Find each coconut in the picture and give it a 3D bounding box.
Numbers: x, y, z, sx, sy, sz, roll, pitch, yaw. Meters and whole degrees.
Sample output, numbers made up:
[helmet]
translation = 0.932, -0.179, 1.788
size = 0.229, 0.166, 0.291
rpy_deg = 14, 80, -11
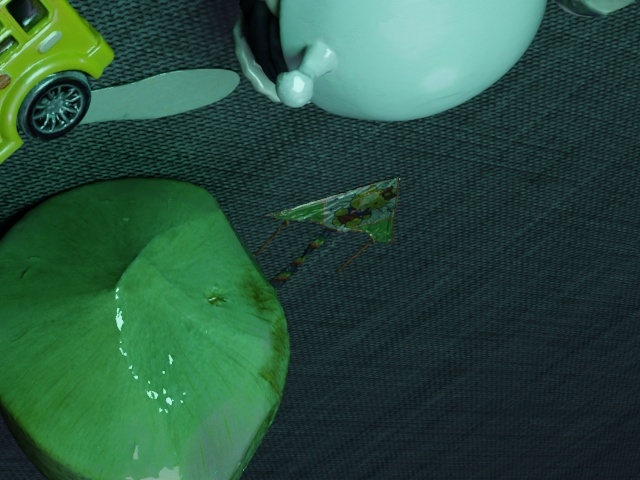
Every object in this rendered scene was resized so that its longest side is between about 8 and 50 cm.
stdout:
[coconut]
translation = -0.168, 0.099, 1.517
size = 0.281, 0.328, 0.328
rpy_deg = 2, 151, -2

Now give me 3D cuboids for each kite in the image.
[kite]
translation = 0.000, 0.000, 1.763
size = 0.198, 0.006, 0.244
rpy_deg = 8, 142, -43

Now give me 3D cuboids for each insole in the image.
[insole]
translation = -0.164, -0.120, 1.430
size = 0.197, 0.004, 0.065
rpy_deg = -11, 152, -16

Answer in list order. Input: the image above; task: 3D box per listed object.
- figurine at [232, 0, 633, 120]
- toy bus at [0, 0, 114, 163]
[figurine]
translation = 0.109, -0.223, 1.202
size = 0.361, 0.211, 0.253
rpy_deg = -16, 121, -8
[toy bus]
translation = -0.318, -0.081, 1.156
size = 0.331, 0.145, 0.151
rpy_deg = -42, 147, -5
